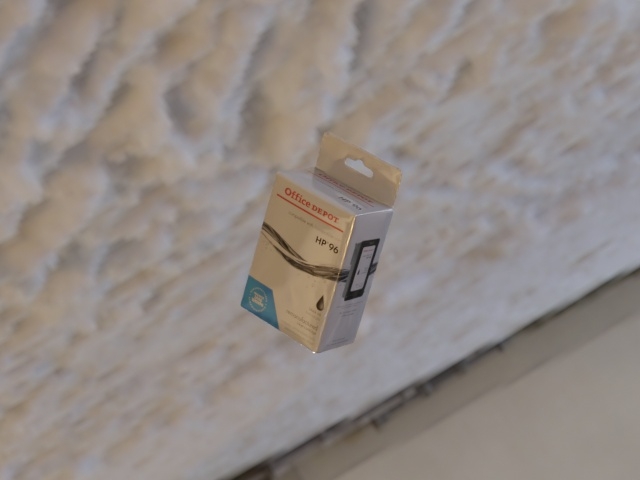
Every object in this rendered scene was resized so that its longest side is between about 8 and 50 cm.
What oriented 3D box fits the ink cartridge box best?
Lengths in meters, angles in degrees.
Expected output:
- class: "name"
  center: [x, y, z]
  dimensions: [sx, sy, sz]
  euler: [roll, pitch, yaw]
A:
- class: "ink cartridge box"
  center: [0.000, 0.000, 0.765]
  dimensions: [0.028, 0.048, 0.083]
  euler: [-11, 123, -50]
